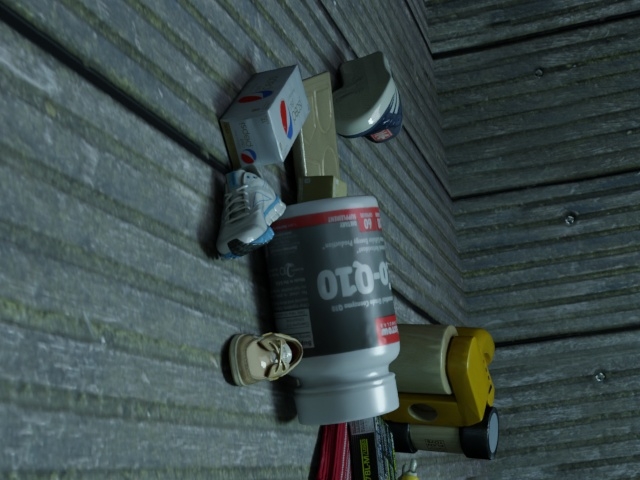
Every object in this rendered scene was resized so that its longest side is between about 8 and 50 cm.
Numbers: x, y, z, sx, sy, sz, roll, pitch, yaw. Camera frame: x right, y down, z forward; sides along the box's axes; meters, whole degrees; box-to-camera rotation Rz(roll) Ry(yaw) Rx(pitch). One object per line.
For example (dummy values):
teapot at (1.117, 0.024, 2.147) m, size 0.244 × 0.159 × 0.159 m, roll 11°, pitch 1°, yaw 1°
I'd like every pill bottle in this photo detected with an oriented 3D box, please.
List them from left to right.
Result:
pill bottle at (0.018, 0.091, 1.464) m, size 0.161 × 0.161 × 0.283 m, roll -1°, pitch 81°, yaw -76°

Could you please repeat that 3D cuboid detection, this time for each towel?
towel at (0.043, 0.397, 1.639) m, size 0.199 × 0.031 × 0.275 m, roll -79°, pitch 158°, yaw -59°

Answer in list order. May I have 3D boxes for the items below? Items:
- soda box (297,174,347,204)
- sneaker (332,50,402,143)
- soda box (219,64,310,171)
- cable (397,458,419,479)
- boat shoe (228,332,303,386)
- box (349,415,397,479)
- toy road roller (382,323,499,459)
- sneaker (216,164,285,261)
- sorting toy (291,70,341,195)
soda box at (0.000, 0.000, 1.607) m, size 0.061 × 0.058 × 0.181 m, roll 24°, pitch 66°, yaw -67°
sneaker at (0.097, -0.236, 2.064) m, size 0.350 × 0.131 × 0.148 m, roll -72°, pitch 145°, yaw -62°
soda box at (-0.071, -0.167, 1.477) m, size 0.216 × 0.069 × 0.074 m, roll -71°, pitch 148°, yaw -64°
cable at (0.145, 0.540, 1.964) m, size 0.139 × 0.072 × 0.287 m, roll 90°, pitch 14°, yaw -51°
boat shoe at (-0.063, 0.137, 1.325) m, size 0.170 × 0.059 × 0.063 m, roll -10°, pitch 90°, yaw -76°
box at (0.087, 0.363, 1.705) m, size 0.184 × 0.045 × 0.191 m, roll 66°, pitch 17°, yaw -63°
toy road roller at (0.206, 0.222, 1.961) m, size 0.330 × 0.202 × 0.241 m, roll 67°, pitch 32°, yaw -43°
sneaker at (-0.096, -0.038, 1.323) m, size 0.191 × 0.071 × 0.083 m, roll -78°, pitch 146°, yaw -69°
sorting toy at (-0.010, -0.104, 1.758) m, size 0.229 × 0.041 × 0.307 m, roll -46°, pitch 132°, yaw -70°
